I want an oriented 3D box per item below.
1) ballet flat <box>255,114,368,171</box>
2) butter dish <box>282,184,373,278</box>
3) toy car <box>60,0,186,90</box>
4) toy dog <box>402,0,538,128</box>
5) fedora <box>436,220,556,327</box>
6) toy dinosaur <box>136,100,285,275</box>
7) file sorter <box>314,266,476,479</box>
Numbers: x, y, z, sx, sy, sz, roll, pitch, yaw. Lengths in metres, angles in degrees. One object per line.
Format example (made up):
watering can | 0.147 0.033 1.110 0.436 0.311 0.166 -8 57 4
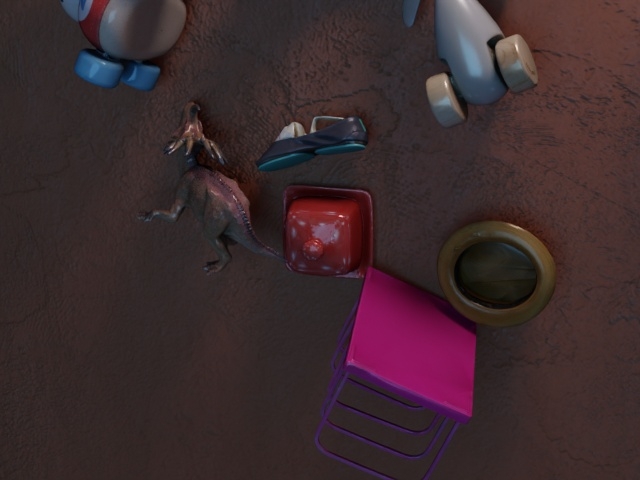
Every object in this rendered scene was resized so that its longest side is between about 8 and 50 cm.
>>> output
ballet flat | -0.016 -0.164 1.853 0.203 0.074 0.074 -11 105 26
butter dish | 0.000 0.000 1.872 0.159 0.118 0.160 5 110 16
toy car | -0.354 -0.388 1.808 0.238 0.210 0.219 30 106 18
toy dog | 0.220 -0.335 1.697 0.220 0.161 0.334 1 94 19
fedora | 0.288 0.045 1.824 0.194 0.079 0.194 8 112 20
toy dinosaur | -0.175 -0.076 1.866 0.295 0.127 0.200 41 130 16
file sorter | 0.117 0.220 1.810 0.202 0.291 0.182 24 118 -3
